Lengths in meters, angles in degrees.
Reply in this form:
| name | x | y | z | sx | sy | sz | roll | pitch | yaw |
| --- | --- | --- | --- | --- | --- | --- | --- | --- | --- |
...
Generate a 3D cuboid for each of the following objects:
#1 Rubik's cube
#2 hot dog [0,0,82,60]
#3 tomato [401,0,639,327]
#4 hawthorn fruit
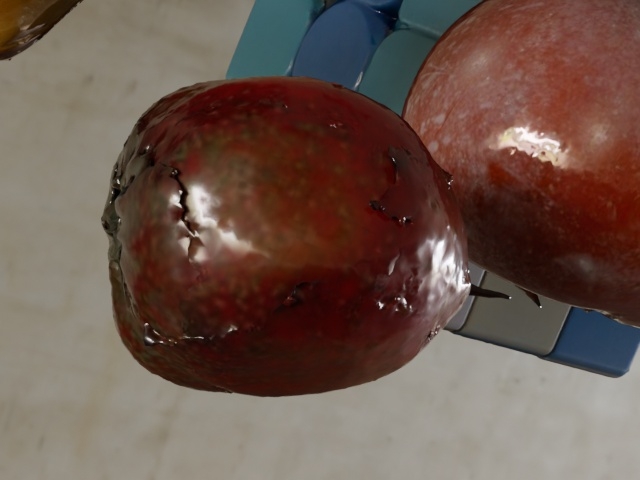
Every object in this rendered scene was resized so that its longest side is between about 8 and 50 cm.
| name | x | y | z | sx | sy | sz | roll | pitch | yaw |
| --- | --- | --- | --- | --- | --- | --- | --- | --- | --- |
| Rubik's cube | 0.137 | -0.112 | 1.429 | 0.347 | 0.344 | 0.346 | 16 | 9 | -35 |
| hot dog | -0.167 | -0.175 | 0.914 | 0.092 | 0.062 | 0.236 | 13 | 44 | 23 |
| tomato | 0.188 | -0.069 | 1.071 | 0.270 | 0.227 | 0.270 | 24 | 13 | -6 |
| hawthorn fruit | 0.000 | 0.000 | 0.811 | 0.235 | 0.181 | 0.181 | 7 | 8 | -25 |
